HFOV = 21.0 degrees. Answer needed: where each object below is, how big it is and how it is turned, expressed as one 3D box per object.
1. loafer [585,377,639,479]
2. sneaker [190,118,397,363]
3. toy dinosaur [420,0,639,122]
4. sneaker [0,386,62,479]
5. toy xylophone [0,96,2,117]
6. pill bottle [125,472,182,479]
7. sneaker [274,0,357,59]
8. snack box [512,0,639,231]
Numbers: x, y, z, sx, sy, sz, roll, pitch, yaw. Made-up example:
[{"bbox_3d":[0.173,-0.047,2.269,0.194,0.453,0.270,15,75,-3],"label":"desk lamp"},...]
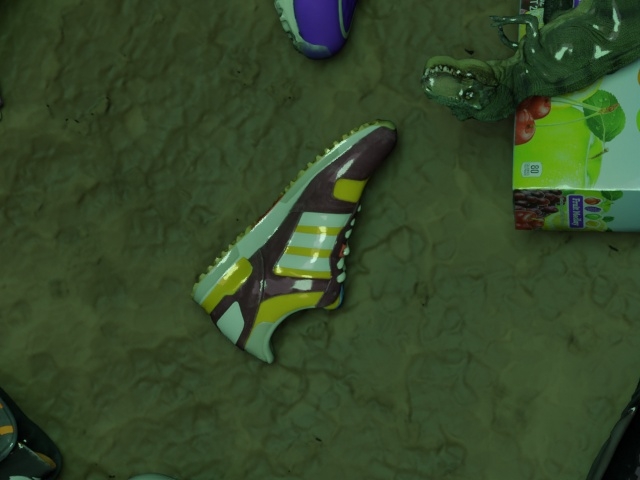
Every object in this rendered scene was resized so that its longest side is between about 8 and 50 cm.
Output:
[{"bbox_3d":[0.229,0.147,1.109,0.109,0.095,0.302,33,91,12],"label":"loafer"},{"bbox_3d":[0.000,0.000,1.182,0.084,0.069,0.185,45,99,2],"label":"sneaker"},{"bbox_3d":[0.179,-0.153,1.088,0.268,0.064,0.118,-19,66,-4],"label":"toy dinosaur"},{"bbox_3d":[-0.259,0.205,1.145,0.180,0.124,0.321,-19,64,4],"label":"sneaker"},{"bbox_3d":[-0.399,-0.123,1.249,0.322,0.081,0.236,-11,82,9],"label":"toy xylophone"},{"bbox_3d":[-0.070,0.241,1.126,0.264,0.146,0.146,17,88,10],"label":"pill bottle"},{"bbox_3d":[0.047,-0.266,1.175,0.146,0.102,0.293,6,86,10],"label":"sneaker"},{"bbox_3d":[0.231,-0.095,1.120,0.207,0.070,0.175,1,66,8],"label":"snack box"}]
